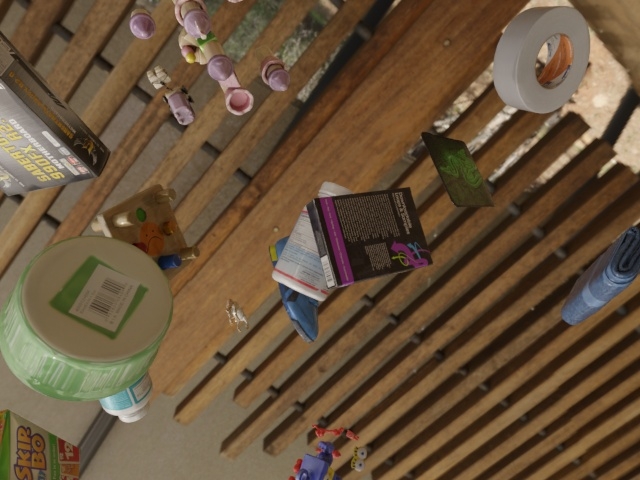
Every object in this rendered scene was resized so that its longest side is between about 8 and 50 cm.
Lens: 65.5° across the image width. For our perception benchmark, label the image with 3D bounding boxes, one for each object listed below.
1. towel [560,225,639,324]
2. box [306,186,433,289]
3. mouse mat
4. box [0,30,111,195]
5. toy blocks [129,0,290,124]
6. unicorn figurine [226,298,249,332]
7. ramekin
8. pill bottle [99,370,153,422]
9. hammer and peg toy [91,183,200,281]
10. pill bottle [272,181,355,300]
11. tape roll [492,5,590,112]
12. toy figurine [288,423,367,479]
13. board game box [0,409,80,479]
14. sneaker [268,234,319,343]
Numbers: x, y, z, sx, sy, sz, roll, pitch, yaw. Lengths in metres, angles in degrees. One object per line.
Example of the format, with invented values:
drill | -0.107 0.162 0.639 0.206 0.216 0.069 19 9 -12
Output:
towel | 0.279 0.039 0.487 0.029 0.067 0.119 34 158 18
box | 0.069 -0.007 0.665 0.162 0.029 0.116 -9 -101 -28
mouse mat | 0.262 -0.130 0.934 0.189 0.007 0.153 -5 -112 -51
box | -0.435 -0.166 0.672 0.231 0.183 0.056 61 -151 -48
toy blocks | -0.242 -0.392 1.094 0.260 0.309 0.288 63 -179 41
unicorn figurine | -0.274 0.248 1.643 0.162 0.060 0.111 87 167 -45
ramekin | -0.435 0.137 0.956 0.303 0.148 0.303 21 -132 -25
pill bottle | -0.561 0.386 1.397 0.146 0.146 0.264 -102 5 -60
hammer and peg toy | -0.481 0.027 1.311 0.361 0.127 0.266 -55 -49 -59
pill bottle | 0.000 0.000 0.723 0.087 0.160 0.087 25 175 2
tape roll | 0.488 -0.397 1.096 0.219 0.219 0.072 31 -175 -36
toy figurine | -0.040 0.636 1.269 0.191 0.363 0.217 12 155 29
board game box | -0.534 0.413 0.922 0.259 0.039 0.124 69 -177 -49
sneaker | -0.029 0.075 0.877 0.069 0.082 0.209 57 -168 -56
